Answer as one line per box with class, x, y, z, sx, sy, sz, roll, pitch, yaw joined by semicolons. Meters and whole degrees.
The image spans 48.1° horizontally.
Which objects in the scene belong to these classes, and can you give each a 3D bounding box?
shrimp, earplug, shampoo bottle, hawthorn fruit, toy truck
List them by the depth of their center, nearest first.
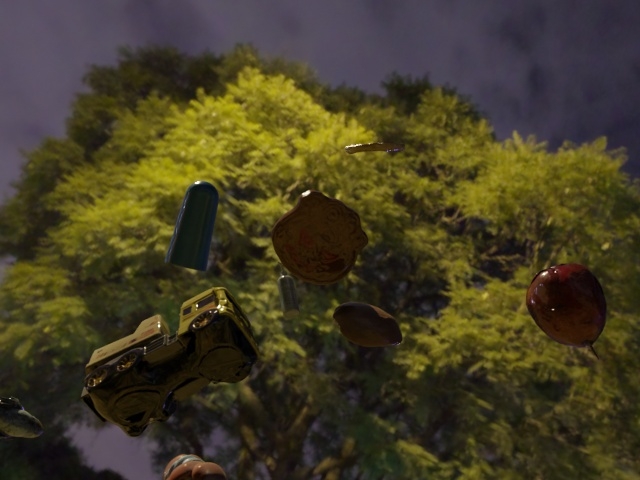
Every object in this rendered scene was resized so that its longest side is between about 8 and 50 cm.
shrimp;-0.691;0.377;1.545;0.079;0.090;0.233;1;-28;32
hawthorn fruit;0.585;0.164;1.649;0.181;0.181;0.235;88;-21;-55
toy truck;-0.349;0.267;1.663;0.405;0.254;0.181;-28;-60;5
earplug;-0.388;-0.051;2.229;0.132;0.273;0.132;14;0;0
shampoo bottle;-0.109;0.157;2.314;0.056;0.195;0.056;-8;-37;-6

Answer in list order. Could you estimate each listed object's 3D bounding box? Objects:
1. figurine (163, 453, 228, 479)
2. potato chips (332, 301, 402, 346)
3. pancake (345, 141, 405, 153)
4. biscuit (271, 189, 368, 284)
figurine;-0.359;0.706;1.792;0.276;0.388;0.248;43;-48;12
potato chips;0.140;0.224;1.997;0.208;0.195;0.062;25;-65;5
pancake;0.119;-0.203;1.569;0.139;0.139;0.022;2;-82;40
biscuit;0.000;0.001;2.069;0.273;0.257;0.049;36;11;-26
